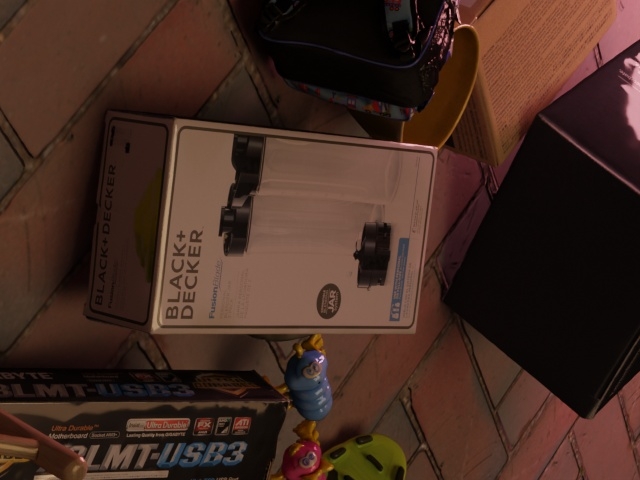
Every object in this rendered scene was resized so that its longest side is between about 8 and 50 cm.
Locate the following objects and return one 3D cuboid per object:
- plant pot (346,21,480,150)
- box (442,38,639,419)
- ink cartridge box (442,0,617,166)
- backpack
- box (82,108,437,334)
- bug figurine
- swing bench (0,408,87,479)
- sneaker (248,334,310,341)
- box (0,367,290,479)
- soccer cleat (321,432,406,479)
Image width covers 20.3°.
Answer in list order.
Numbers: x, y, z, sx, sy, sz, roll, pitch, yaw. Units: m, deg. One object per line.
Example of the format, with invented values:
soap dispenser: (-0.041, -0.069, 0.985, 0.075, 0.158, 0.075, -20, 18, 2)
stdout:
plant pot: (0.067, -0.145, 1.590, 0.134, 0.095, 0.134, -47, 151, -36)
box: (0.361, -0.049, 1.918, 0.395, 0.212, 0.293, -35, 158, -42)
ink cartridge box: (0.187, -0.222, 1.739, 0.234, 0.088, 0.193, -50, 143, -25)
backpack: (0.045, -0.206, 1.481, 0.117, 0.158, 0.173, 65, 43, -61)
box: (-0.042, -0.009, 1.439, 0.290, 0.087, 0.169, 5, 95, -43)
bug figurine: (-0.070, 0.216, 1.595, 0.279, 0.072, 0.216, -41, 147, -17)
swing bench: (-0.305, 0.200, 1.137, 0.165, 0.255, 0.253, 15, 97, -35)
sneaker: (0.000, 0.000, 1.603, 0.227, 0.087, 0.130, -35, 134, -45)
box: (-0.191, 0.244, 1.393, 0.295, 0.073, 0.293, 2, 108, -36)
soccer cleat: (-0.014, 0.311, 1.805, 0.289, 0.093, 0.121, -52, 177, -31)
